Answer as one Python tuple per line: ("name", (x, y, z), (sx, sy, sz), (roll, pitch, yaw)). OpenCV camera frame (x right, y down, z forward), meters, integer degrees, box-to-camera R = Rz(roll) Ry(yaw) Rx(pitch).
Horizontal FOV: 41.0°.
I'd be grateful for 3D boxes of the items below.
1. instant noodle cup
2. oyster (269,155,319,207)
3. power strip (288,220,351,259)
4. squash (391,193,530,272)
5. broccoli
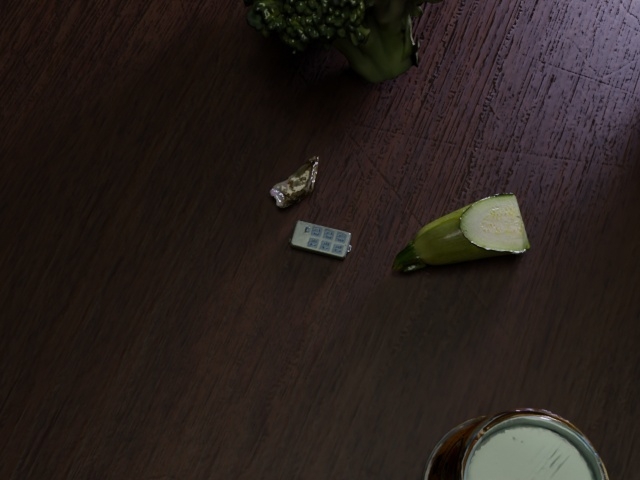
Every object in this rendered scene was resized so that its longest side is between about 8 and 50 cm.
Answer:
("instant noodle cup", (0.233, 0.296, 1.009), (0.216, 0.172, 0.215), (0, 67, 1))
("oyster", (-0.030, -0.083, 1.252), (0.093, 0.034, 0.051), (-36, 54, 0))
("power strip", (0.000, 0.000, 1.224), (0.090, 0.016, 0.040), (14, 69, 7))
("squash", (0.192, -0.002, 1.187), (0.200, 0.075, 0.090), (-17, 94, -4))
("broccoli", (0.048, -0.389, 1.248), (0.335, 0.272, 0.323), (-22, 63, 4))
